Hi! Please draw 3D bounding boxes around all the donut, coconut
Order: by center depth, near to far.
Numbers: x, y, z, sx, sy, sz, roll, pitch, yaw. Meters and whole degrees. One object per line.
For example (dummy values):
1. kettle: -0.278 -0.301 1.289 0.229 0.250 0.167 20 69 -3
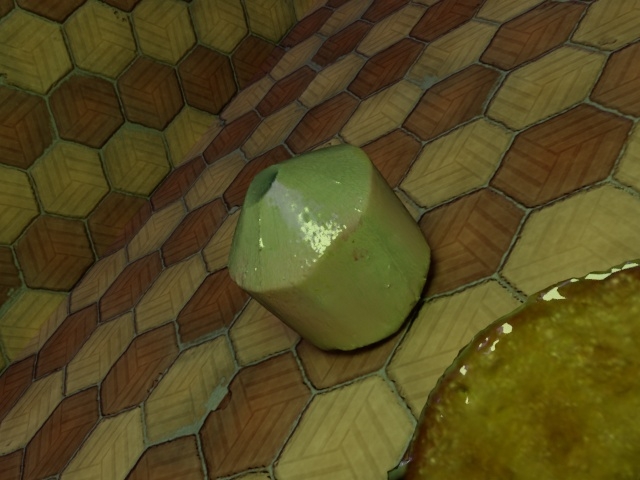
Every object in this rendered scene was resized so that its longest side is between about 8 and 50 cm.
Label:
1. donut: 0.270 0.189 0.486 0.435 0.377 0.163 -47 -14 15
2. coconut: 0.000 0.000 1.085 0.298 0.309 0.297 -29 32 20
